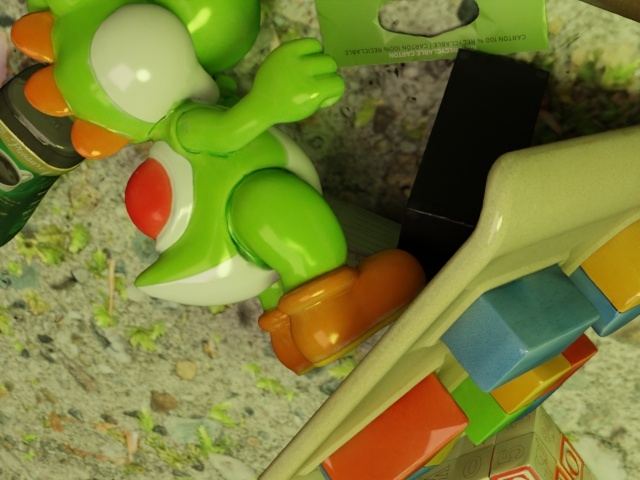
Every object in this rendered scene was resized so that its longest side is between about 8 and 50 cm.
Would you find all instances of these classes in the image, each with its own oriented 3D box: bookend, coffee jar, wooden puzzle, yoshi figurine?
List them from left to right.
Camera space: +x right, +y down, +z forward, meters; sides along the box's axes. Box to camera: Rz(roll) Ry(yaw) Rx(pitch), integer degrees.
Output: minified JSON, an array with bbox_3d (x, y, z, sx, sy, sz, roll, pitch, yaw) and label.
[{"bbox_3d":[-0.280,-0.075,0.894,0.096,0.079,0.184,46,126,-10],"label":"coffee jar"},{"bbox_3d":[-0.058,-0.091,0.723,0.203,0.203,0.362,-38,90,24],"label":"yoshi figurine"},{"bbox_3d":[0.112,-0.035,0.761,0.072,0.157,0.156,17,151,8],"label":"bookend"},{"bbox_3d":[0.140,0.074,0.708,0.080,0.322,0.348,49,129,24],"label":"wooden puzzle"}]

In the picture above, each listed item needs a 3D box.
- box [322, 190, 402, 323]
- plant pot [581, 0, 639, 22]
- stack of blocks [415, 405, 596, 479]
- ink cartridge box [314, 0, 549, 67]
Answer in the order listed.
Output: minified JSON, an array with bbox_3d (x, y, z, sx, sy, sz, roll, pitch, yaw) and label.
[{"bbox_3d":[0.000,0.000,0.856,0.324,0.067,0.063,23,128,2],"label":"box"},{"bbox_3d":[0.223,-0.197,0.592,0.165,0.167,0.167,22,128,21],"label":"plant pot"},{"bbox_3d":[0.134,0.296,0.993,0.297,0.087,0.171,-28,110,31],"label":"stack of blocks"},{"bbox_3d":[0.054,-0.228,0.667,0.188,0.097,0.255,-2,121,20],"label":"ink cartridge box"}]
